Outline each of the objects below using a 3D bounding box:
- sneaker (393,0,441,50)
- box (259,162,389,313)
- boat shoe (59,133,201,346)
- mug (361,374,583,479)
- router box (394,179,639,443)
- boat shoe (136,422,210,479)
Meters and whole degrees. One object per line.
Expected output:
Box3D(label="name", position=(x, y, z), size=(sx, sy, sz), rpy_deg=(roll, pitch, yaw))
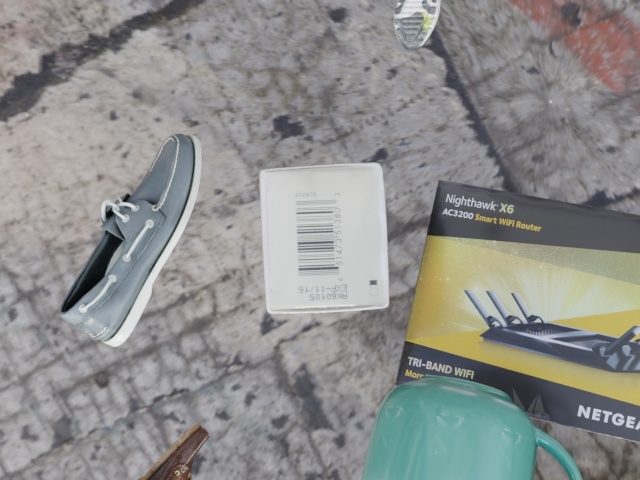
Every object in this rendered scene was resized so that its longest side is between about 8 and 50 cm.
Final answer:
Box3D(label="sneaker", position=(0.075, -0.170, 0.711), size=(0.031, 0.035, 0.083), rpy_deg=(15, 95, 26))
Box3D(label="box", position=(0.000, 0.000, 1.133), size=(0.121, 0.311, 0.148), rpy_deg=(-3, 88, -2))
Box3D(label="boat shoe", position=(-0.262, -0.013, 1.442), size=(0.099, 0.116, 0.319), rpy_deg=(25, 86, -30))
Box3D(label="mug", position=(0.117, 0.166, 0.818), size=(0.157, 0.129, 0.097), rpy_deg=(18, 74, -15))
Box3D(label="router box", position=(0.260, 0.080, 1.162), size=(0.308, 0.081, 0.243), rpy_deg=(11, 85, 14))
Box3D(label="boat shoe", position=(-0.242, 0.381, 1.639), size=(0.073, 0.073, 0.207), rpy_deg=(40, 60, 8))
